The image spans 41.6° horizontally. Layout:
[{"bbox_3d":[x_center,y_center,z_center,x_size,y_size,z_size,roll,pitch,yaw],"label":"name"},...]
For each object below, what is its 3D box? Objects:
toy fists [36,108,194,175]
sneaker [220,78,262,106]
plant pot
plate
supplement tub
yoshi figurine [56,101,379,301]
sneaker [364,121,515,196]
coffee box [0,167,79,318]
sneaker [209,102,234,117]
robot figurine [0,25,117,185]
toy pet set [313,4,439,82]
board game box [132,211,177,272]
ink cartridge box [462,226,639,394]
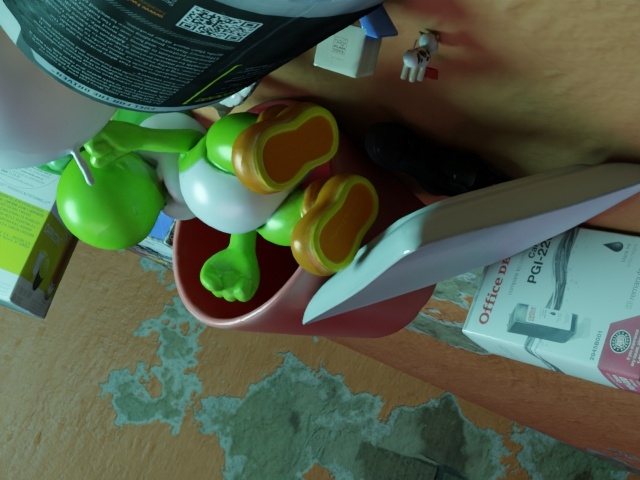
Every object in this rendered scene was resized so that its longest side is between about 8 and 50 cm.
[{"bbox_3d":[-0.308,-0.141,1.184,0.279,0.142,0.096,19,167,21],"label":"toy fists"},{"bbox_3d":[-0.108,-0.186,0.743,0.118,0.107,0.279,38,161,-24],"label":"sneaker"},{"bbox_3d":[0.000,0.000,1.013,0.243,0.274,0.275,23,171,-41],"label":"plant pot"},{"bbox_3d":[0.138,-0.002,0.811,0.277,0.045,0.278,-16,169,-24],"label":"plate"},{"bbox_3d":[-0.067,-0.182,0.431,0.207,0.207,0.338,28,166,-21],"label":"supplement tub"},{"bbox_3d":[-0.136,-0.044,0.840,0.203,0.203,0.362,5,-177,-43],"label":"yoshi figurine"},{"bbox_3d":[0.131,-0.079,0.886,0.170,0.051,0.089,27,168,-40],"label":"sneaker"},{"bbox_3d":[-0.610,-0.086,1.506,0.338,0.334,0.337,22,167,-5],"label":"coffee box"},{"bbox_3d":[-0.153,-0.183,0.922,0.152,0.061,0.053,22,170,13],"label":"sneaker"},{"bbox_3d":[-0.304,-0.195,0.711,0.353,0.200,0.300,35,127,8],"label":"robot figurine"},{"bbox_3d":[0.032,-0.175,0.684,0.122,0.065,0.114,21,-157,21],"label":"toy pet set"},{"bbox_3d":[-0.246,-0.022,1.575,0.232,0.141,0.291,14,165,37],"label":"board game box"},{"bbox_3d":[0.293,0.070,0.959,0.218,0.158,0.092,11,165,42],"label":"ink cartridge box"}]
